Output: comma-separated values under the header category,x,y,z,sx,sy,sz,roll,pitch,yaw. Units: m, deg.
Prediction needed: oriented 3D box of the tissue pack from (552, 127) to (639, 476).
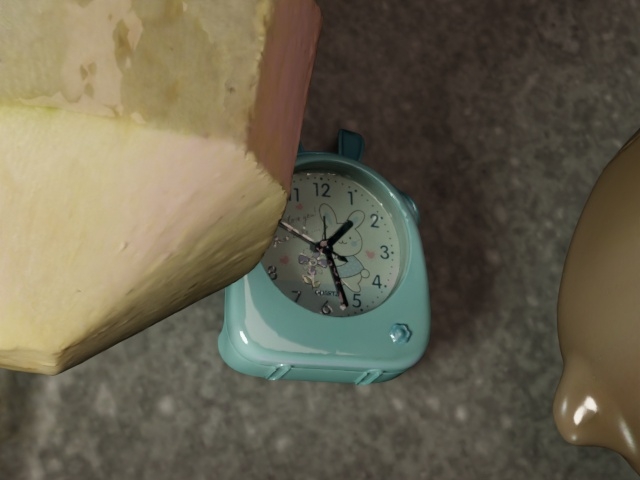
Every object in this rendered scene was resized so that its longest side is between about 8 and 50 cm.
category,x,y,z,sx,sy,sz,roll,pitch,yaw
tissue pack,0.313,0.070,0.905,0.387,0.267,0.277,44,60,-2

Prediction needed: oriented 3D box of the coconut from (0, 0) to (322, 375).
category,x,y,z,sx,sy,sz,roll,pitch,yaw
coconut,-0.125,-0.060,0.818,0.259,0.259,0.259,6,70,-17

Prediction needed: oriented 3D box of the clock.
category,x,y,z,sx,sy,sz,roll,pitch,yaw
clock,0.000,0.000,0.944,0.108,0.045,0.147,6,69,-19
